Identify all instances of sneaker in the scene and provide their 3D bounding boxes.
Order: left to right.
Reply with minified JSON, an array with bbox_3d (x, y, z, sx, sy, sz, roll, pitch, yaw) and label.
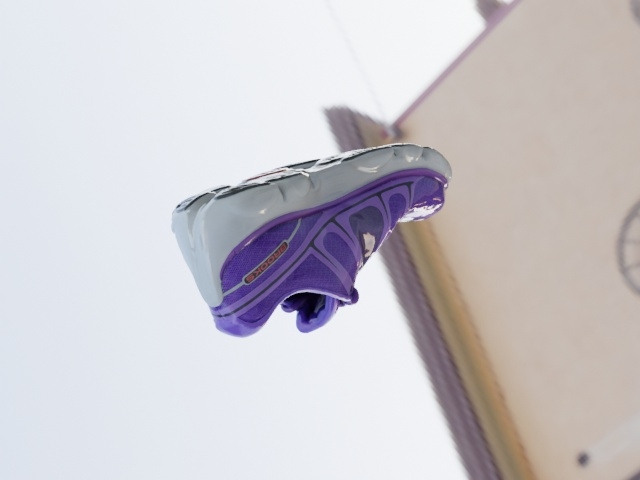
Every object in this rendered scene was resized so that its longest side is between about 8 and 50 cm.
[{"bbox_3d":[0.000,0.000,0.567,0.170,0.068,0.071,-21,-79,-50],"label":"sneaker"}]
